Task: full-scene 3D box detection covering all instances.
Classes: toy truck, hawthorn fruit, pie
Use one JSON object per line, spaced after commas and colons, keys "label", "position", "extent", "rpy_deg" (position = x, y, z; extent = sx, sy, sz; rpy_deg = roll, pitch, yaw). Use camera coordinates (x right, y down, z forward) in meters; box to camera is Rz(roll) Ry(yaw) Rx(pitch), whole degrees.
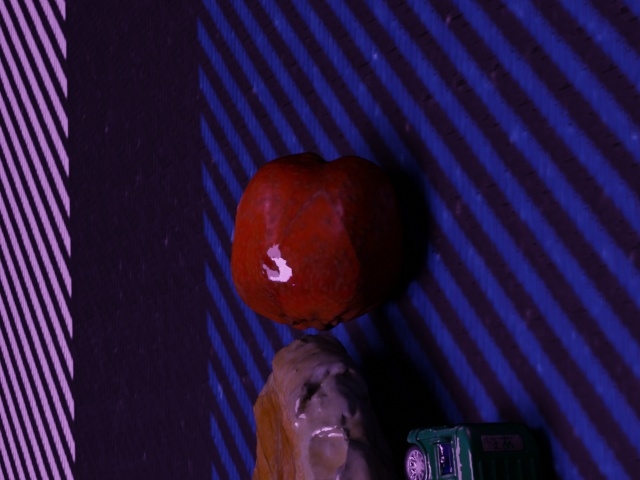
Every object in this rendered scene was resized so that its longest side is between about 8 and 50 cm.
{"label": "toy truck", "position": [0.092, 0.172, 0.949], "extent": [0.079, 0.065, 0.147], "rpy_deg": [-30, 62, 58]}
{"label": "hawthorn fruit", "position": [0.000, 0.000, 1.098], "extent": [0.128, 0.128, 0.128], "rpy_deg": [-6, 83, 64]}
{"label": "pie", "position": [0.004, 0.218, 1.092], "extent": [0.306, 0.071, 0.306], "rpy_deg": [180, 90, -77]}
